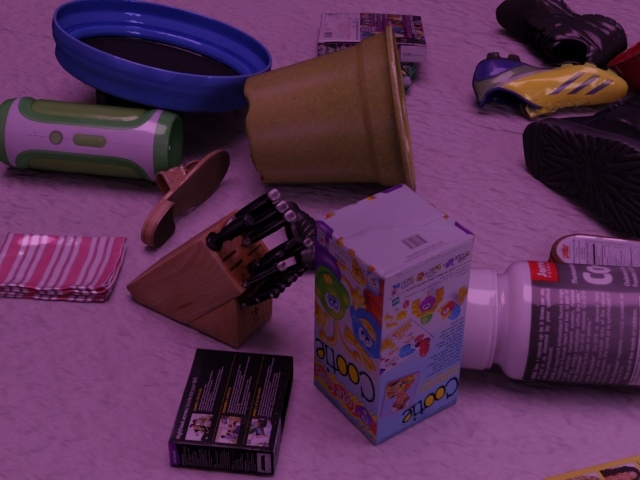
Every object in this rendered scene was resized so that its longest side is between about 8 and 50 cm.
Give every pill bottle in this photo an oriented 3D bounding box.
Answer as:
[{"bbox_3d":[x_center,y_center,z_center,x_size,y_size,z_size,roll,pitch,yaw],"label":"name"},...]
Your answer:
[{"bbox_3d":[0.325,0.109,1.548,0.283,0.161,0.161,3,36,2],"label":"pill bottle"}]

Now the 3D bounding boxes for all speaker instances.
[{"bbox_3d":[-0.386,-0.169,1.938,0.296,0.131,0.131,6,37,6],"label":"speaker"}]

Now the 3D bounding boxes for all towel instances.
[{"bbox_3d":[-0.399,0.034,1.741,0.197,0.029,0.144,3,36,2],"label":"towel"}]

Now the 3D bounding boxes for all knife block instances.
[{"bbox_3d":[-0.143,0.014,1.597,0.275,0.242,0.088,22,40,26],"label":"knife block"}]

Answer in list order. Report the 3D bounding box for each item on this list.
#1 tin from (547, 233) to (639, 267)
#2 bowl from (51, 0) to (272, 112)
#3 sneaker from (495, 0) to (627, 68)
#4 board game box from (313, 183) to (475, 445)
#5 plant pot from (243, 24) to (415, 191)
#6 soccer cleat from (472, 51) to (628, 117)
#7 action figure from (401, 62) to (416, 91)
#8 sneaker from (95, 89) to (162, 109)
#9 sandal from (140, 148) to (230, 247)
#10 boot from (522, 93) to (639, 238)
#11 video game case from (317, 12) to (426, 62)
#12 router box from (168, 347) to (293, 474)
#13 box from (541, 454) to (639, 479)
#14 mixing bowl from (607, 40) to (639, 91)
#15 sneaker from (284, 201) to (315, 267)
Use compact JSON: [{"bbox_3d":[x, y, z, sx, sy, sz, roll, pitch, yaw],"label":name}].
[{"bbox_3d":[0.442,0.035,1.761,0.189,0.040,0.106,6,32,7],"label":"tin"},{"bbox_3d":[-0.282,-0.329,2.053,0.391,0.077,0.391,13,24,-6],"label":"bowl"},{"bbox_3d":[0.464,-0.416,2.324,0.286,0.109,0.130,26,51,34],"label":"sneaker"},{"bbox_3d":[0.086,0.094,1.466,0.144,0.275,0.142,-23,42,-28],"label":"board game box"},{"bbox_3d":[0.014,-0.197,1.907,0.253,0.276,0.276,-8,36,7],"label":"plant pot"},{"bbox_3d":[0.425,-0.273,2.158,0.289,0.093,0.121,7,67,0],"label":"soccer cleat"},{"bbox_3d":[0.094,-0.291,2.176,0.232,0.063,0.137,-25,40,-36],"label":"action figure"},{"bbox_3d":[-0.335,-0.269,2.082,0.130,0.087,0.227,1,17,1],"label":"sneaker"},{"bbox_3d":[-0.237,-0.085,1.858,0.079,0.088,0.240,21,45,16],"label":"sandal"},{"bbox_3d":[0.624,-0.164,1.940,0.445,0.146,0.367,-15,34,-26],"label":"boot"},{"bbox_3d":[0.101,-0.406,2.310,0.210,0.042,0.232,1,25,1],"label":"video game case"},{"bbox_3d":[-0.111,0.216,1.488,0.133,0.046,0.179,5,36,5],"label":"router box"},{"bbox_3d":[0.370,0.300,1.357,0.232,0.087,0.058,-11,36,-15],"label":"box"},{"bbox_3d":[0.645,-0.337,2.191,0.181,0.098,0.181,-32,7,4],"label":"mixing bowl"},{"bbox_3d":[0.000,-0.002,1.788,0.089,0.051,0.170,-7,42,-11],"label":"sneaker"}]
